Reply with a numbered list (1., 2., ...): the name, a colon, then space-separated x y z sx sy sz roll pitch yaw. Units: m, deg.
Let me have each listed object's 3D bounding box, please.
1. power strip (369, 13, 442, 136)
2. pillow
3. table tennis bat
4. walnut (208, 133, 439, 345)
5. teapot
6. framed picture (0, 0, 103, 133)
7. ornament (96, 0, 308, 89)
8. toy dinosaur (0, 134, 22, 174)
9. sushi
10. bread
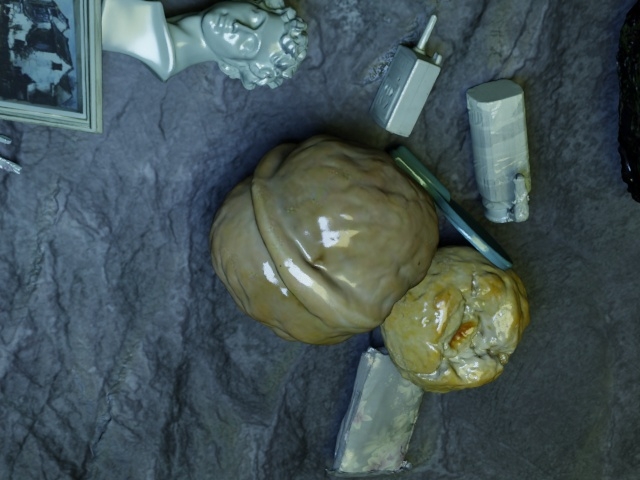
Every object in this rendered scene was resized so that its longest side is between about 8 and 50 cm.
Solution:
1. power strip: 0.122 -0.224 1.524 0.042 0.075 0.175 16 109 -25
2. pillow: 0.100 0.270 1.786 0.169 0.059 0.255 4 115 -27
3. table tennis bat: 0.187 -0.046 1.608 0.244 0.153 0.040 42 102 -9
4. walnut: 0.000 0.000 1.495 0.296 0.285 0.285 -31 124 25
5. teapot: 0.266 -0.118 1.606 0.077 0.107 0.200 -18 121 -11
6. framed picture: -0.367 -0.255 1.297 0.232 0.019 0.296 8 131 1
7. ornament: -0.157 -0.252 1.398 0.285 0.130 0.120 2 110 -11
8. toy dinosaur: -0.477 -0.119 1.407 0.209 0.039 0.082 24 109 -26
9. sushi: 0.530 -0.202 1.611 0.211 0.171 0.350 -15 120 -8
10. bread: 0.209 0.121 1.663 0.244 0.134 0.244 -9 113 -23
